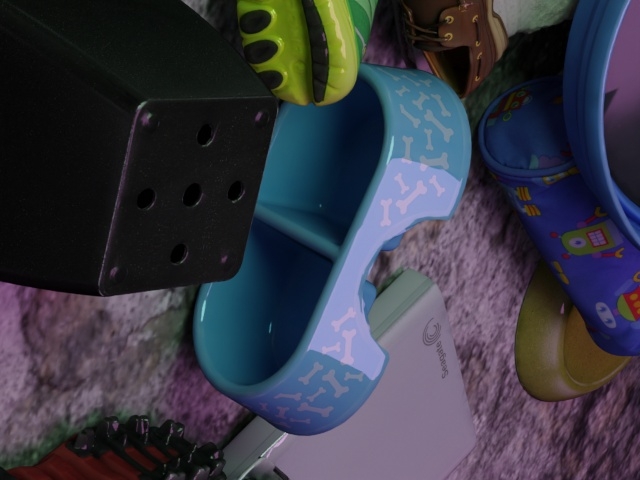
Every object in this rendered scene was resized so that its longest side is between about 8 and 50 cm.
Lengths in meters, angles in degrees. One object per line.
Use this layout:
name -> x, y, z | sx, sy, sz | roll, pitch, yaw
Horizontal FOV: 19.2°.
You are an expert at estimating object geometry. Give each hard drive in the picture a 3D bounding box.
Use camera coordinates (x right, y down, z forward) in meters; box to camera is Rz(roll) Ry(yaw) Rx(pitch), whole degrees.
hard drive -> -0.004, 0.218, 1.646 | 0.353, 0.047, 0.233 | -44, 140, -26

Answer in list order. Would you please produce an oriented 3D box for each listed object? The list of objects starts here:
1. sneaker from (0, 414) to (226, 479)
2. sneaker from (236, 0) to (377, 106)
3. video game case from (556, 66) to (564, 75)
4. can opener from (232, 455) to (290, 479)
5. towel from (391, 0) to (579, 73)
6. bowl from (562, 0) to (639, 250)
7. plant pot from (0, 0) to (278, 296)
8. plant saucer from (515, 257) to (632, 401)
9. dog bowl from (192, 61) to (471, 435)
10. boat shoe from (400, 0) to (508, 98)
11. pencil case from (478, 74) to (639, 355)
sneaker -> -0.180, 0.214, 1.386 | 0.276, 0.098, 0.135 | -15, 130, -51
sneaker -> -0.012, -0.244, 1.324 | 0.123, 0.109, 0.295 | -56, 150, -58
video game case -> 0.298, -0.149, 1.811 | 0.190, 0.022, 0.173 | -45, 141, -22
can opener -> -0.005, 0.257, 1.536 | 0.076, 0.095, 0.283 | -55, 147, -11
towel -> 0.135, -0.267, 1.456 | 0.187, 0.049, 0.282 | -22, 132, -10
bowl -> 0.372, -0.155, 1.579 | 0.391, 0.077, 0.391 | -13, 119, -24
plant pot -> -0.138, -0.056, 1.209 | 0.187, 0.167, 0.188 | -6, 117, -49
plant saucer -> 0.286, 0.061, 1.914 | 0.241, 0.037, 0.241 | -30, 133, -38
dog bowl -> 0.000, 0.000, 1.427 | 0.074, 0.166, 0.297 | 19, 97, -43
boat shoe -> 0.093, -0.168, 1.411 | 0.060, 0.064, 0.178 | -65, 150, -19
pencil case -> 0.255, -0.018, 1.714 | 0.306, 0.133, 0.119 | 52, 32, -42
